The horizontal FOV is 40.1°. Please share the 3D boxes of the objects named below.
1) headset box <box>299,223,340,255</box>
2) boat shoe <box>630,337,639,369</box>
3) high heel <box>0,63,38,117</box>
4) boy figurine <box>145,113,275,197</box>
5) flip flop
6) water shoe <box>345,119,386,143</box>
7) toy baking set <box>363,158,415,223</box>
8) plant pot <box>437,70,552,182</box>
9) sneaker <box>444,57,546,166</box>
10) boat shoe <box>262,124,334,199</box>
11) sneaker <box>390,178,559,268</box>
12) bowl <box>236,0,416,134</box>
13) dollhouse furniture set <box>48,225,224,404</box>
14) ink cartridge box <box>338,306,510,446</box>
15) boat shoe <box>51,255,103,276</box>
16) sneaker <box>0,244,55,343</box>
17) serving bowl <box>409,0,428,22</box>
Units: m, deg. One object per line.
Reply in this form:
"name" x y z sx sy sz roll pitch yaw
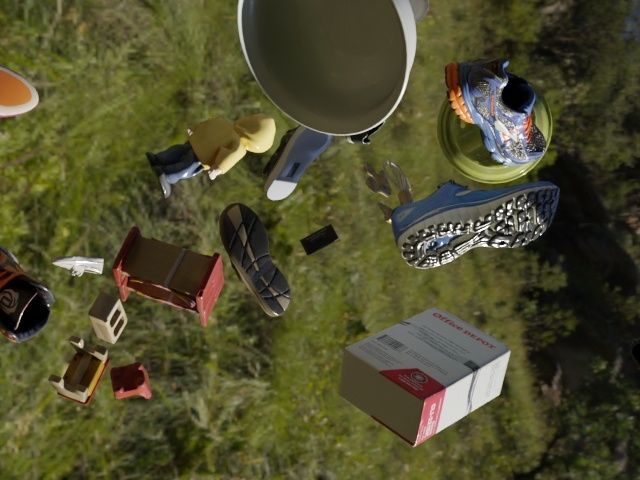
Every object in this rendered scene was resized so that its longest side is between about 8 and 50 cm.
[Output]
"headset box" 0.000 0.000 1.513 0.032 0.062 0.083 62 3 5
"boat shoe" 0.673 0.295 1.579 0.127 0.113 0.340 114 -31 -41
"high heel" -0.511 -0.193 1.188 0.117 0.244 0.082 -17 -93 37
"boy figurine" -0.234 -0.203 1.904 0.177 0.285 0.092 52 -19 41
"flip flop" -0.155 0.047 1.954 0.080 0.112 0.277 -1 -57 48
"water shoe" 0.144 -0.330 2.319 0.080 0.203 0.073 19 -24 32
"toy baking set" 0.174 -0.089 1.852 0.030 0.256 0.197 -34 -99 25
"plant pot" 0.400 -0.262 2.015 0.254 0.276 0.276 -34 123 -77
"sneaker" 0.250 -0.167 1.162 0.087 0.221 0.083 -13 -119 35
"boat shoe" -0.050 -0.180 1.725 0.228 0.080 0.076 -56 -135 37
"sneaker" 0.280 -0.062 1.597 0.147 0.329 0.130 -116 -161 -47
"bowl" 0.030 -0.319 1.315 0.297 0.134 0.298 20 -49 24
"dollhouse furniture set" -0.356 0.176 1.766 0.152 0.201 0.374 97 14 -61
"ink cartridge box" 0.200 0.249 1.670 0.197 0.272 0.114 29 -56 37
"boat shoe" -0.435 0.047 1.571 0.035 0.100 0.035 -5 -98 43
"sneaker" -0.484 0.038 1.232 0.180 0.321 0.125 29 -98 30
"serving bowl" 0.187 -0.500 1.865 0.027 0.083 0.083 -91 179 -83
